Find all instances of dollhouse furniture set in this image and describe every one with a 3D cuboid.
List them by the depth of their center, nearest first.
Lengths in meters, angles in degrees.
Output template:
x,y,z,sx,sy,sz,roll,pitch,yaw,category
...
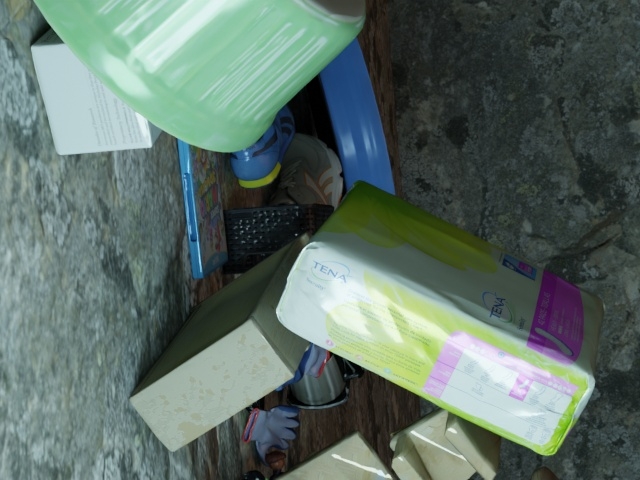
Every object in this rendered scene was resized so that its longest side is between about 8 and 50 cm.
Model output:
x,y,z,sx,sy,sz,roll,pitch,yaw,category
0.012,0.227,1.318,0.394,0.362,0.256,53,20,-9,dollhouse furniture set

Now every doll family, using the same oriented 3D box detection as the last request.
x,y,z,sx,sy,sz,roll,pitch,yaw,category
-0.072,0.325,1.543,0.193,0.076,0.111,20,55,-85,doll family

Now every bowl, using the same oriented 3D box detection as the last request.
x,y,z,sx,sy,sz,roll,pitch,yaw,category
0.042,-0.183,2.079,0.391,0.077,0.391,166,-90,-87,bowl

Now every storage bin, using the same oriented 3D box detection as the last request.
x,y,z,sx,sy,sz,roll,pitch,yaw,category
-0.051,-0.002,1.637,0.180,0.122,0.084,2,85,-79,storage bin

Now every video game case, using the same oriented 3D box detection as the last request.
x,y,z,sx,sy,sz,roll,pitch,yaw,category
-0.138,-0.047,1.482,0.119,0.015,0.166,-44,129,-77,video game case

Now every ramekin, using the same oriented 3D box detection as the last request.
x,y,z,sx,sy,sz,roll,pitch,yaw,category
-0.100,-0.236,1.021,0.303,0.148,0.303,42,26,-26,ramekin

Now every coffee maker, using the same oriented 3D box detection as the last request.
x,y,z,sx,sy,sz,roll,pitch,yaw,category
-0.021,0.131,1.833,0.171,0.120,0.178,-119,-167,-47,coffee maker

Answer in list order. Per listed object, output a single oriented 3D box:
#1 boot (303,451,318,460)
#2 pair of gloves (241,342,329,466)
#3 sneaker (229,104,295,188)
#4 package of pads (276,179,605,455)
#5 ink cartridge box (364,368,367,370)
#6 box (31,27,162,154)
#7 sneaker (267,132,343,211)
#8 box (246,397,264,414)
x,y,z,sx,sy,sz,roll,pitch,yaw,category
0.007,0.467,1.863,0.203,0.095,0.262,-80,159,-56,boot
-0.043,0.208,1.667,0.198,0.023,0.159,-68,157,-2,pair of gloves
-0.080,-0.156,1.689,0.209,0.069,0.082,-79,158,-55,sneaker
0.123,0.068,1.214,0.101,0.296,0.229,-67,174,23,package of pads
0.065,0.121,1.852,0.088,0.052,0.122,95,-27,-70,ink cartridge box
-0.182,-0.139,1.078,0.101,0.087,0.102,-73,155,-62,box
-0.031,-0.067,1.861,0.121,0.099,0.262,21,41,-40,sneaker
-0.090,0.185,1.635,0.083,0.018,0.067,67,22,-60,box
